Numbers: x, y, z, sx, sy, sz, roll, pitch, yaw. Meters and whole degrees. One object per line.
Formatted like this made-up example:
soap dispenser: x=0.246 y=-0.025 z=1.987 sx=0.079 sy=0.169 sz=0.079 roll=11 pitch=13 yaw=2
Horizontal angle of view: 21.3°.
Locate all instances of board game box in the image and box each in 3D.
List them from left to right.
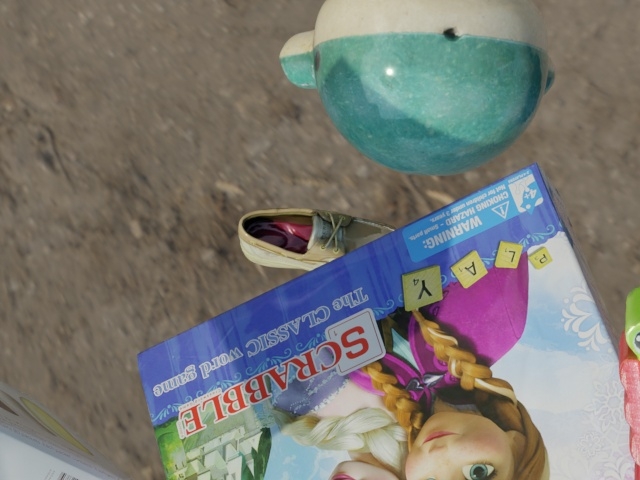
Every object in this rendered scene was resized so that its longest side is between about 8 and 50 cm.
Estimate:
board game box: x=0.059 y=0.153 z=1.105 sx=0.318 sy=0.318 sz=0.066 roll=-27 pitch=148 yaw=12

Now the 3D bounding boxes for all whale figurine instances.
whale figurine: x=0.075 y=-0.113 z=1.316 sx=0.216 sy=0.272 sz=0.141 roll=3 pitch=84 yaw=-8

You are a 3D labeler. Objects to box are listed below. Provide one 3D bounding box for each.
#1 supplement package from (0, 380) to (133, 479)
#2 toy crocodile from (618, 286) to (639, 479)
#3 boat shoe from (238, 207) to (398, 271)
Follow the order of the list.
supplement package: x=-0.257 y=0.186 z=1.238 sx=0.194 sy=0.203 sz=0.149 roll=36 pitch=85 yaw=-42
toy crocodile: x=0.200 y=0.127 z=0.865 sx=0.105 sy=0.115 sz=0.341 roll=-9 pitch=109 yaw=14
boat shoe: x=0.000 y=0.000 z=1.322 sx=0.135 sy=0.045 sz=0.050 roll=1 pitch=68 yaw=11
